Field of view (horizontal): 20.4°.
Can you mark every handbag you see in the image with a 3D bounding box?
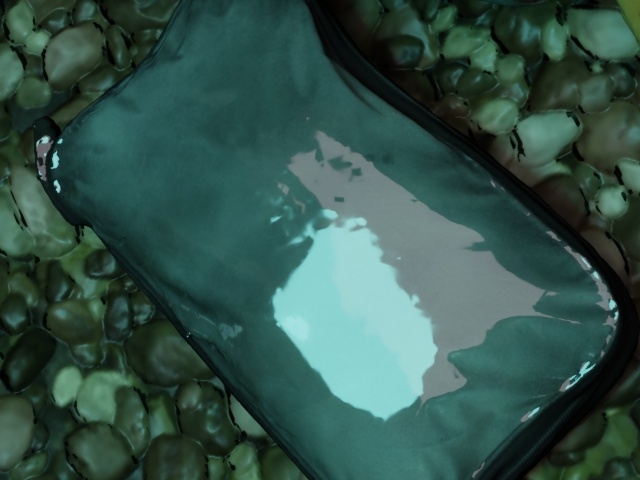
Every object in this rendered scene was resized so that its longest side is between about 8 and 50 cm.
[{"bbox_3d":[-0.002,-0.002,0.944,0.332,0.075,0.191,45,100,17],"label":"handbag"}]

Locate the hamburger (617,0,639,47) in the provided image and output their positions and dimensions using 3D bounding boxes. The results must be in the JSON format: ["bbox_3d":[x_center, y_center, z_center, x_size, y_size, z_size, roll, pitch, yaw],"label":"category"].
[{"bbox_3d":[0.240,-0.152,0.866,0.214,0.108,0.213,-4,76,16],"label":"hamburger"}]

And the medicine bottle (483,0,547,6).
[{"bbox_3d":[-0.005,-0.256,0.889,0.290,0.245,0.245,14,86,26],"label":"medicine bottle"}]
